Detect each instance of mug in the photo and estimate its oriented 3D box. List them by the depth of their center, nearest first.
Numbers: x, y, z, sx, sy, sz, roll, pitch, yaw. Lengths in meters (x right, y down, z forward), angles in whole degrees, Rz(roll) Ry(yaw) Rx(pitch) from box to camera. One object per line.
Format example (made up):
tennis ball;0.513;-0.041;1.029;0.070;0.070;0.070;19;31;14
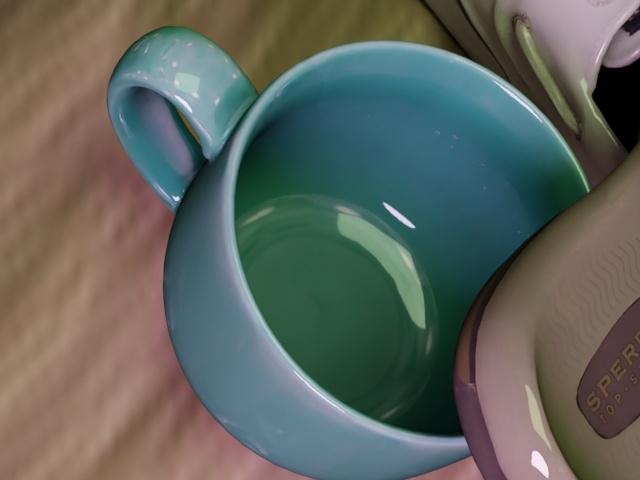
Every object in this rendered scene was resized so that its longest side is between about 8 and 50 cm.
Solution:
mug;0.009;0.001;0.537;0.129;0.097;0.158;-17;78;-26

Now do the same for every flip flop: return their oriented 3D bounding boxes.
flip flop;0.138;-0.017;0.503;0.112;0.080;0.277;51;52;-6

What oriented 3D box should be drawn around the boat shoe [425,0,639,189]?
boat shoe;0.110;-0.072;0.611;0.096;0.088;0.267;-14;77;-26
